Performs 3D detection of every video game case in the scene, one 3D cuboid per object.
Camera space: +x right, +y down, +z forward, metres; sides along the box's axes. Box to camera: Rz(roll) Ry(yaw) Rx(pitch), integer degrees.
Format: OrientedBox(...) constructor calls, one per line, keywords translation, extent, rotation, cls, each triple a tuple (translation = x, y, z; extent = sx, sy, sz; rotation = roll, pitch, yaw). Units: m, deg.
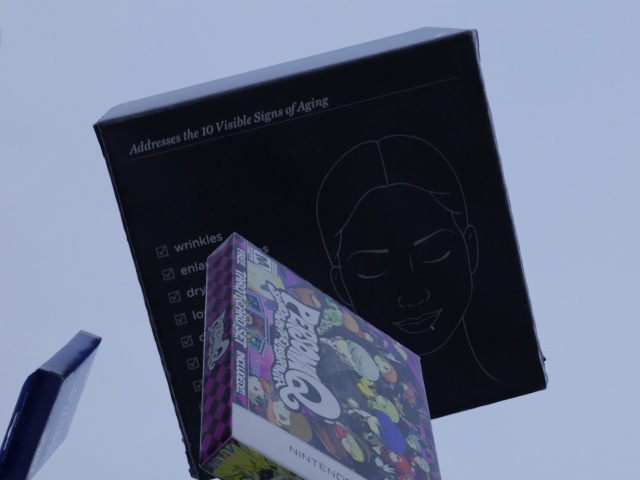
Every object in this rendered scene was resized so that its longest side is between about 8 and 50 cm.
OrientedBox(translation=(0.003, 0.123, 0.884), extent=(0.210, 0.232, 0.042), rotation=(36, -64, -24), cls="video game case")

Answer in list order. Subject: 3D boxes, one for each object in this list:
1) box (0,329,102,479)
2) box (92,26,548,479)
OrientedBox(translation=(-0.308, 0.191, 1.333), extent=(0.036, 0.225, 0.136), rotation=(22, -81, 1), cls="box")
OrientedBox(translation=(0.000, 0.000, 1.571), extent=(0.297, 0.480, 0.472), rotation=(-118, -166, -77), cls="box")
